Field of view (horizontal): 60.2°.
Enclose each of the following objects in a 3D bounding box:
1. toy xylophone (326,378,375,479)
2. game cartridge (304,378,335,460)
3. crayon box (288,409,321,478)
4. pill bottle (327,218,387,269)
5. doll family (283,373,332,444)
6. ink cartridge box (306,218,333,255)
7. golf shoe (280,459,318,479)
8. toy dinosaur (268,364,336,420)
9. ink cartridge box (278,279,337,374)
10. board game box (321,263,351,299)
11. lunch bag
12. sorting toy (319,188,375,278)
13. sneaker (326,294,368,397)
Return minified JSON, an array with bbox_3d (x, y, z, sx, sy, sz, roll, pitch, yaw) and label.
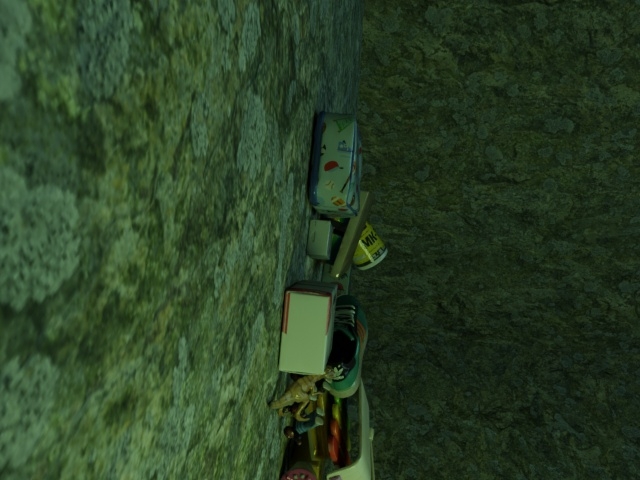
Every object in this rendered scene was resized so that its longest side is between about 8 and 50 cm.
[{"bbox_3d":[0.076,0.475,1.334,0.322,0.081,0.236,-81,159,-61],"label":"toy xylophone"},{"bbox_3d":[0.014,0.377,1.429,0.324,0.053,0.285,17,65,-77],"label":"game cartridge"},{"bbox_3d":[-0.034,0.605,1.479,0.202,0.081,0.318,-72,166,-64],"label":"crayon box"},{"bbox_3d":[0.119,-0.017,1.814,0.208,0.119,0.119,54,19,-14],"label":"pill bottle"},{"bbox_3d":[-0.035,0.343,1.189,0.076,0.111,0.193,46,33,-16],"label":"doll family"},{"bbox_3d":[0.000,0.000,1.387,0.122,0.052,0.088,49,47,-81],"label":"ink cartridge box"},{"bbox_3d":[-0.046,0.660,1.272,0.140,0.115,0.306,13,83,-88],"label":"golf shoe"},{"bbox_3d":[-0.054,0.299,1.063,0.212,0.064,0.112,-21,129,-51],"label":"toy dinosaur"},{"bbox_3d":[-0.021,0.172,1.144,0.218,0.092,0.158,-24,120,-86],"label":"ink cartridge box"},{"bbox_3d":[0.048,0.213,1.870,0.224,0.098,0.303,87,8,-49],"label":"board game box"},{"bbox_3d":[0.043,-0.184,1.360,0.303,0.115,0.243,33,60,-83],"label":"lunch bag"},{"bbox_3d":[0.069,-0.033,1.623,0.257,0.089,0.255,-17,127,-80],"label":"sorting toy"},{"bbox_3d":[0.060,0.230,1.373,0.302,0.108,0.121,-85,168,-50],"label":"sneaker"}]
